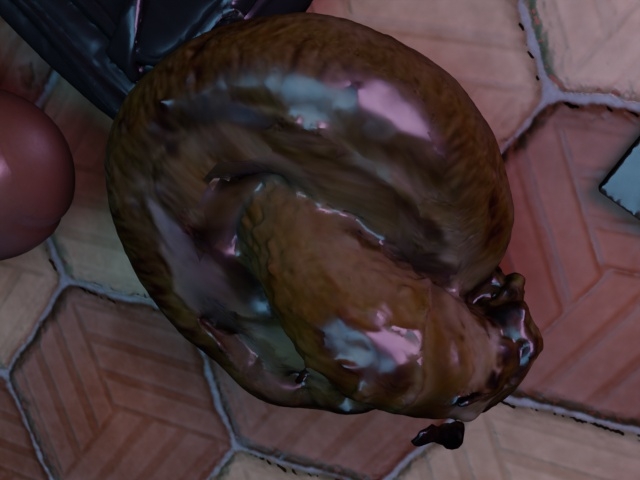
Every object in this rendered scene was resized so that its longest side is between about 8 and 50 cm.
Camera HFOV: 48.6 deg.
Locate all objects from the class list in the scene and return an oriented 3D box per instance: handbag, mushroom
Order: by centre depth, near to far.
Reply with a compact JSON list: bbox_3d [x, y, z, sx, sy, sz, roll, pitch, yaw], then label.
[{"bbox_3d":[0.010,0.002,0.459,0.283,0.195,0.263,48,122,12],"label":"mushroom"},{"bbox_3d":[-0.133,-0.231,0.494,0.275,0.088,0.244,46,100,2],"label":"handbag"}]

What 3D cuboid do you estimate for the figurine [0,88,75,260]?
[{"bbox_3d":[-0.375,-0.130,0.556,0.276,0.248,0.388,-28,95,-1],"label":"figurine"}]

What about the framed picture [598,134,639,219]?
[{"bbox_3d":[0.281,-0.062,0.439,0.128,0.023,0.168,37,112,9],"label":"framed picture"}]
